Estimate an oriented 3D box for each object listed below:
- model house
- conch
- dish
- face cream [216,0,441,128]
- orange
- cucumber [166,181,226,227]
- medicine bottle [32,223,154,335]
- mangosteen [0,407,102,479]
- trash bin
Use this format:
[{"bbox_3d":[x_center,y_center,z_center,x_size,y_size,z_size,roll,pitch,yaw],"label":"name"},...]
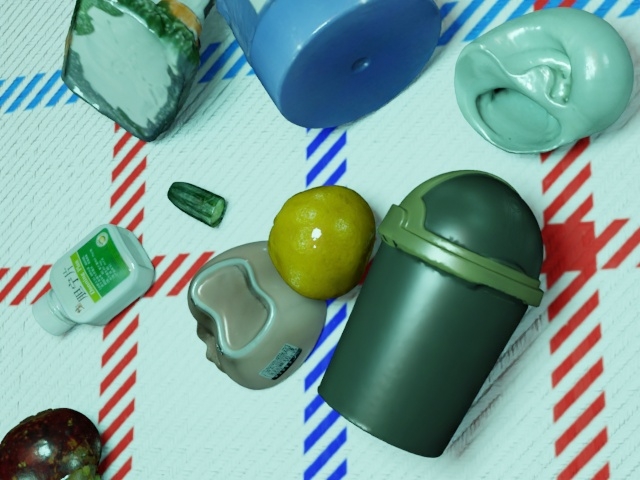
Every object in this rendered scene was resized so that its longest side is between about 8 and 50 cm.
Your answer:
[{"bbox_3d":[-0.229,-0.342,1.370,0.190,0.271,0.300,31,61,-7],"label":"model house"},{"bbox_3d":[0.282,-0.198,1.156,0.221,0.121,0.184,9,86,31],"label":"conch"},{"bbox_3d":[-0.105,0.096,1.265,0.213,0.090,0.213,-5,77,21],"label":"dish"},{"bbox_3d":[0.004,-0.312,1.227,0.249,0.249,0.225,-34,65,12],"label":"face cream"},{"bbox_3d":[0.000,0.000,1.207,0.136,0.159,0.159,16,84,8],"label":"orange"},{"bbox_3d":[-0.187,-0.060,1.356,0.105,0.048,0.048,27,89,25],"label":"cucumber"},{"bbox_3d":[-0.347,0.066,1.383,0.183,0.069,0.119,-38,70,12],"label":"medicine bottle"},{"bbox_3d":[-0.368,0.325,1.306,0.146,0.156,0.181,-43,95,-19],"label":"mangosteen"},{"bbox_3d":[0.143,0.074,1.105,0.214,0.214,0.333,29,93,25],"label":"trash bin"}]
